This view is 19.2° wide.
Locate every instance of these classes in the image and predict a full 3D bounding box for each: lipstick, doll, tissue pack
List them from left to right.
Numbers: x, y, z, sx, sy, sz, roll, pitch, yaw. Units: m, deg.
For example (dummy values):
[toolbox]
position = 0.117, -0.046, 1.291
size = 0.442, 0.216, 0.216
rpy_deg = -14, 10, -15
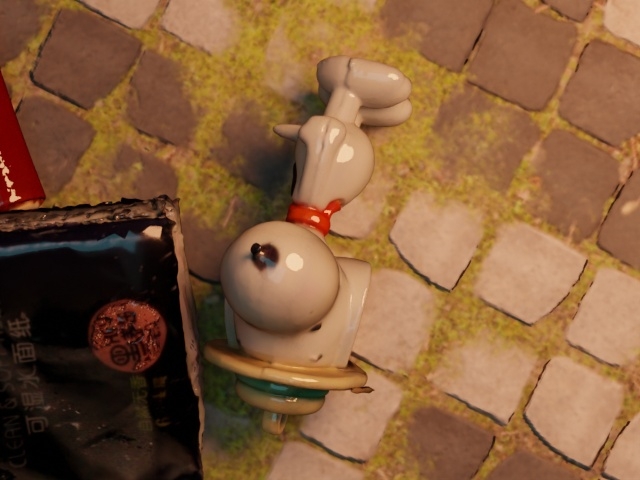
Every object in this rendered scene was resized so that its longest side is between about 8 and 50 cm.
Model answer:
[lipstick]
position = -0.299, -0.131, 1.567
size = 0.080, 0.080, 0.241
rpy_deg = -19, 89, 1
[tissue pack]
position = -0.262, 0.098, 1.517
size = 0.332, 0.123, 0.245
rpy_deg = -5, 109, 0
[doll]
position = 0.004, 0.002, 1.533
size = 0.144, 0.208, 0.271
rpy_deg = 15, 52, 13
